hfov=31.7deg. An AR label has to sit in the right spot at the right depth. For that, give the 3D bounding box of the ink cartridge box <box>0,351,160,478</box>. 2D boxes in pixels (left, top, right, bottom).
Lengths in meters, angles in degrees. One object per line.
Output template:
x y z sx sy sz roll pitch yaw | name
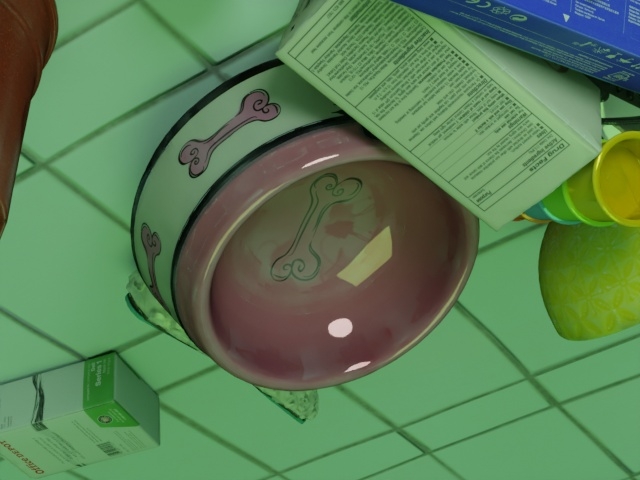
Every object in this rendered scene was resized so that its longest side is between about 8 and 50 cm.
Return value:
-0.375 0.268 1.707 0.219 0.093 0.160 -16 142 11 | ink cartridge box

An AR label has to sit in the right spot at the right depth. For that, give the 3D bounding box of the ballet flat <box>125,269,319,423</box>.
-0.095 0.129 1.555 0.147 0.147 0.409 -25 140 22 | ballet flat

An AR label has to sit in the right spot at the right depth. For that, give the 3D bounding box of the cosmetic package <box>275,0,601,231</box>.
0.122 -0.167 1.118 0.296 0.129 0.153 38 127 -16 | cosmetic package

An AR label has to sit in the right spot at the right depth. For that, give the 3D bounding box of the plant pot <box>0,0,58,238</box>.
-0.389 -0.124 1.052 0.272 0.265 0.272 -5 142 -4 | plant pot

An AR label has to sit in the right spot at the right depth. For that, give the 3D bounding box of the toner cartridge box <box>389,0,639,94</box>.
0.206 -0.261 1.035 0.347 0.165 0.075 14 166 -30 | toner cartridge box

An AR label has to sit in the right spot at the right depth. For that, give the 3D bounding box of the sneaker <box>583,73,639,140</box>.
0.295 -0.167 1.228 0.276 0.098 0.135 14 135 -5 | sneaker

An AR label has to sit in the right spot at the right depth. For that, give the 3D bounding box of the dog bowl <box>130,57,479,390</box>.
0.000 0.000 1.278 0.407 0.150 0.408 -13 131 -15 | dog bowl

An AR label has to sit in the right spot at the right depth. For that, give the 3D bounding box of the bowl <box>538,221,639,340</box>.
0.364 -0.027 1.333 0.289 0.289 0.156 -31 96 28 | bowl

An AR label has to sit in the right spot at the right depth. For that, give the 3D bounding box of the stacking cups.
0.250 -0.057 1.235 0.096 0.096 0.316 9 176 -20 | stacking cups
